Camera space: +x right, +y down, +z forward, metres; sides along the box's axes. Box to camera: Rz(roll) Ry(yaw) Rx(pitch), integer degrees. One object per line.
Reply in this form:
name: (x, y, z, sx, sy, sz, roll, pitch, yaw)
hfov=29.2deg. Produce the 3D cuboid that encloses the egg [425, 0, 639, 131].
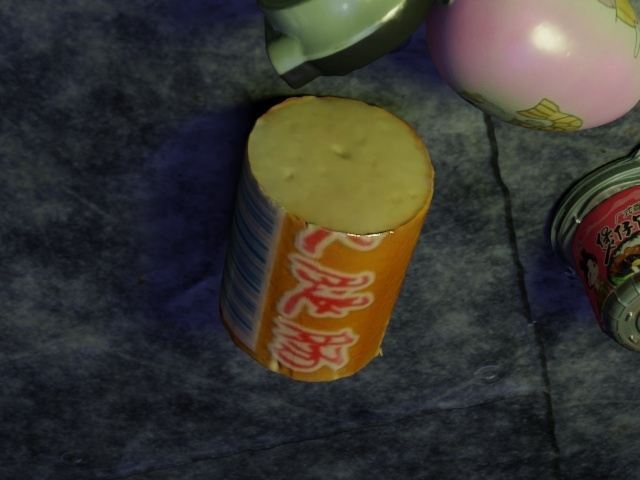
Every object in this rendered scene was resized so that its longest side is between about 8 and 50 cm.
egg: (0.241, -0.215, 1.320, 0.271, 0.196, 0.196, 11, 135, -20)

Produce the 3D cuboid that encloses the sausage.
sausage: (0.000, 0.000, 1.506, 0.233, 0.233, 0.287, 5, 135, -10)

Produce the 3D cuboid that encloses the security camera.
security camera: (-0.021, -0.318, 1.204, 0.191, 0.197, 0.277, -27, 124, 22)

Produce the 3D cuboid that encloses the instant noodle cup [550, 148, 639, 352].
instant noodle cup: (0.447, 0.034, 1.614, 0.258, 0.181, 0.302, -9, 138, 3)
